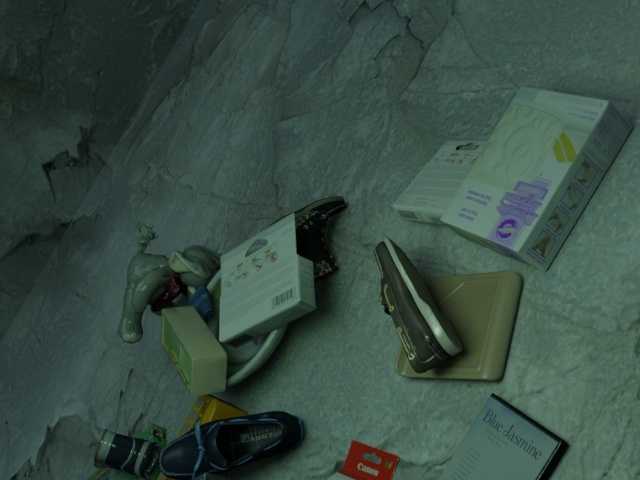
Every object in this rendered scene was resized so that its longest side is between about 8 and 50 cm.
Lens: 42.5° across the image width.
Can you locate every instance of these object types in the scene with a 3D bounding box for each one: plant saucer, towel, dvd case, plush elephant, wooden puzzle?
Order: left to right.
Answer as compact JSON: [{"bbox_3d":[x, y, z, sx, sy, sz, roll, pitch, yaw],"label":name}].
[{"bbox_3d":[-0.401,0.116,2.340,0.256,0.272,0.329,5,100,15],"label":"plush elephant"},{"bbox_3d":[-0.310,0.172,2.163,0.067,0.029,0.119,-48,34,13],"label":"towel"},{"bbox_3d":[-0.186,0.205,2.094,0.400,0.101,0.400,-32,41,32],"label":"plant saucer"},{"bbox_3d":[0.270,0.169,1.611,0.239,0.044,0.220,-5,59,44],"label":"wooden puzzle"},{"bbox_3d":[0.289,0.407,1.406,0.253,0.022,0.180,-58,34,-1],"label":"dvd case"}]

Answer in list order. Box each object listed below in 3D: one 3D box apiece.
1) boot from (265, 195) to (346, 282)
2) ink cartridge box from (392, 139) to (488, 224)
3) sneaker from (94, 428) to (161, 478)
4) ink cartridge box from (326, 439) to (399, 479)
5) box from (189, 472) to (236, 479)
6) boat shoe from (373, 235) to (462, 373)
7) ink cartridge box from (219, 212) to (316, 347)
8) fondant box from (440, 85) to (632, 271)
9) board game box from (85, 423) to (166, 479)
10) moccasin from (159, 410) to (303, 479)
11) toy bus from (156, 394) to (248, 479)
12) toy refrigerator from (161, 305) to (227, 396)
[{"bbox_3d":[-0.001,0.001,2.034,0.178,0.236,0.085,58,147,11],"label":"boot"},{"bbox_3d":[0.290,-0.132,1.836,0.224,0.056,0.181,-48,30,-21],"label":"ink cartridge box"},{"bbox_3d":[-0.500,0.558,2.141,0.282,0.153,0.099,127,160,-69],"label":"sneaker"},{"bbox_3d":[0.064,0.485,1.607,0.145,0.045,0.179,4,69,52],"label":"ink cartridge box"},{"bbox_3d":[-0.208,0.560,1.716,0.183,0.233,0.059,-33,47,32],"label":"box"},{"bbox_3d":[0.167,0.120,1.631,0.097,0.117,0.324,-39,45,13],"label":"boat shoe"},{"bbox_3d":[-0.132,0.097,1.949,0.275,0.060,0.238,-29,49,34],"label":"ink cartridge box"},{"bbox_3d":[0.417,-0.129,1.617,0.330,0.096,0.238,-59,34,-1],"label":"fondant box"},{"bbox_3d":[-0.525,0.663,2.197,0.317,0.046,0.213,-41,37,23],"label":"board game box"},{"bbox_3d":[-0.212,0.437,1.812,0.342,0.117,0.137,-23,71,11],"label":"moccasin"},{"bbox_3d":[-0.297,0.538,1.955,0.130,0.108,0.332,10,71,54],"label":"toy bus"},{"bbox_3d":[-0.316,0.263,2.003,0.269,0.094,0.102,40,130,56],"label":"toy refrigerator"}]
